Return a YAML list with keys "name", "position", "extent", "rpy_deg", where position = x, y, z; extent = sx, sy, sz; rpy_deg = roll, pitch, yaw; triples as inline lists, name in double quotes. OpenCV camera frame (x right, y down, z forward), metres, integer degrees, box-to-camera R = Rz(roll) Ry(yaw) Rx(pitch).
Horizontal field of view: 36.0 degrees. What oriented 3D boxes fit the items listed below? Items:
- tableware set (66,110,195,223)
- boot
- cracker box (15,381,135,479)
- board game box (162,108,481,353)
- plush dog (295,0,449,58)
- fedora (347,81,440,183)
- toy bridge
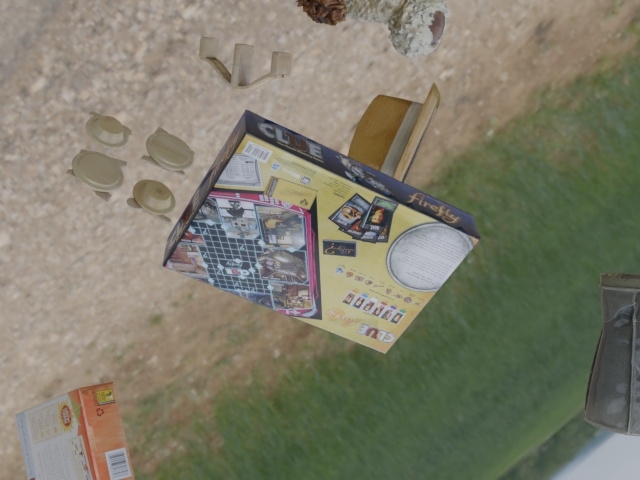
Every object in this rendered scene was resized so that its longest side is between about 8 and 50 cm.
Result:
- name: "tableware set"
  position: [-0.229, -0.095, 1.205]
  extent: [0.020, 0.141, 0.168]
  rpy_deg: [-51, -158, 39]
- name: "boot"
  position: [0.432, 0.151, 1.258]
  extent: [0.076, 0.190, 0.208]
  rpy_deg: [-3, 97, -52]
- name: "cracker box"
  position: [-0.382, 0.319, 1.518]
  extent: [0.067, 0.155, 0.232]
  rpy_deg: [-5, 167, -43]
- name: "board game box"
  position: [0.000, 0.000, 0.911]
  extent: [0.243, 0.042, 0.165]
  rpy_deg: [24, 122, -21]
- name: "plush dog"
  position: [0.045, -0.386, 1.311]
  extent: [0.225, 0.211, 0.262]
  rpy_deg: [10, 86, -52]
- name: "fedora"
  position: [0.080, -0.113, 1.208]
  extent: [0.194, 0.079, 0.194]
  rpy_deg: [24, 90, -85]
- name: "toy bridge"
  position: [-0.111, -0.245, 1.384]
  extent: [0.026, 0.188, 0.063]
  rpy_deg: [-6, 109, -42]
